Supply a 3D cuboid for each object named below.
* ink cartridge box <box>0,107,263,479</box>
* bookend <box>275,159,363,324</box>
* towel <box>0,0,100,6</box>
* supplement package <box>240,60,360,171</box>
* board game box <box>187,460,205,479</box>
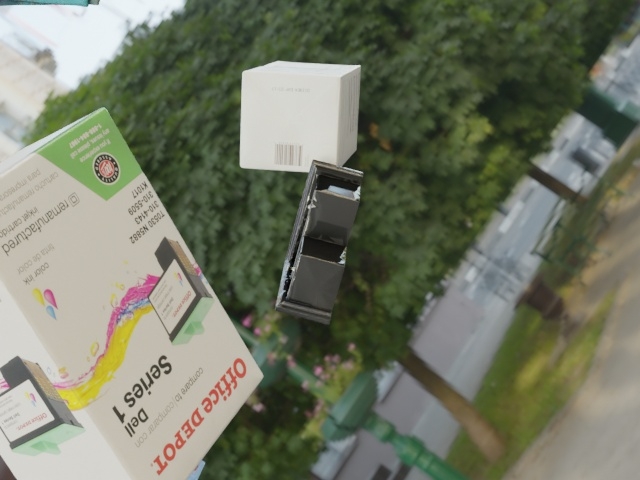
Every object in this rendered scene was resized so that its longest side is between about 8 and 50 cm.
[{"bbox_3d":[-0.190,0.065,0.906,0.117,0.278,0.201,-20,17,32],"label":"ink cartridge box"},{"bbox_3d":[0.000,0.000,1.453,0.157,0.072,0.156,-83,8,-67],"label":"bookend"},{"bbox_3d":[-0.388,-0.420,1.253,0.040,0.271,0.370,-100,13,-45],"label":"towel"},{"bbox_3d":[-0.023,-0.182,1.620,0.244,0.139,0.134,-52,-34,-75],"label":"supplement package"},{"bbox_3d":[-0.265,0.244,1.347,0.160,0.211,0.039,-35,25,46],"label":"board game box"}]
